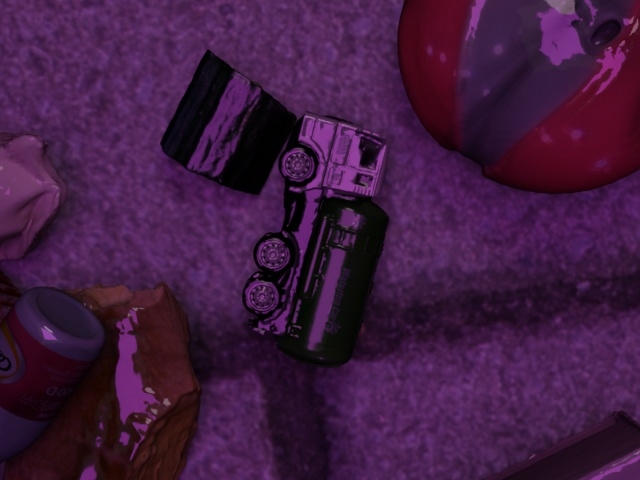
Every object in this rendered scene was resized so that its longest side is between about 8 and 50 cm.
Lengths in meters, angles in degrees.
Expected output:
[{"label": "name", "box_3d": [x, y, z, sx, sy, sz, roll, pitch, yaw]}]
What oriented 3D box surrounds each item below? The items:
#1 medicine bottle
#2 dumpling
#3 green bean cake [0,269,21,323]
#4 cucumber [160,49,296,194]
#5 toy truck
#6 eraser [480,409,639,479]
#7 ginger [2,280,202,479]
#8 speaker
[{"label": "medicine bottle", "box_3d": [-0.290, 0.149, 1.287, 0.090, 0.090, 0.216, 38, 107, 3]}, {"label": "dumpling", "box_3d": [-0.333, -0.040, 1.388, 0.199, 0.118, 0.136, -22, 103, 31]}, {"label": "green bean cake", "box_3d": [-0.342, 0.099, 1.378, 0.135, 0.056, 0.135, -58, 46, 13]}, {"label": "cucumber", "box_3d": [-0.093, -0.117, 1.396, 0.116, 0.062, 0.115, 28, 95, 5]}, {"label": "toy truck", "box_3d": [0.000, 0.000, 1.369, 0.125, 0.101, 0.242, 14, 93, -1]}, {"label": "eraser", "box_3d": [0.153, 0.292, 1.267, 0.359, 0.272, 0.122, -28, 87, 2]}, {"label": "ginger", "box_3d": [-0.224, 0.157, 1.371, 0.221, 0.130, 0.275, 35, 93, 14]}, {"label": "speaker", "box_3d": [0.214, -0.195, 1.320, 0.294, 0.294, 0.294, 0, 89, 4]}]
